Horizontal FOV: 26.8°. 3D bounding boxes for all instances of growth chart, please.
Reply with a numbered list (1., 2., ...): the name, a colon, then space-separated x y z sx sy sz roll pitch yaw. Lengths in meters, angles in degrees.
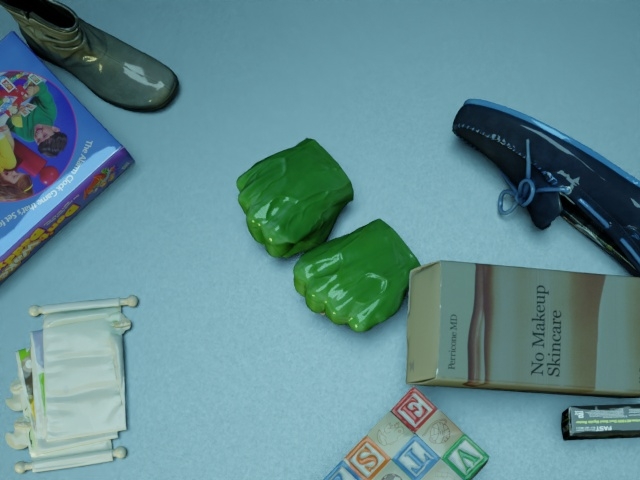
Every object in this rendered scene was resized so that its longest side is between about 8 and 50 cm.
1. growth chart: -0.331 0.189 1.783 0.172 0.021 0.237 0 78 4

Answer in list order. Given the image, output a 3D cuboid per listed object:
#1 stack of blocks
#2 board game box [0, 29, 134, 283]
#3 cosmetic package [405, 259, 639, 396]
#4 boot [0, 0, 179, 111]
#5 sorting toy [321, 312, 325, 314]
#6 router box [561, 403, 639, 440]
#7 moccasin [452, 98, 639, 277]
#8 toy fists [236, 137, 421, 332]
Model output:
1. stack of blocks: 0.075 0.346 1.644 0.171 0.087 0.297 42 81 13
2. board game box: -0.461 -0.080 1.819 0.347 0.078 0.233 -43 79 -5
3. cosmetic package: 0.265 0.113 1.661 0.296 0.129 0.153 4 81 -13
4. boot: -0.318 -0.260 1.804 0.247 0.161 0.083 26 82 9
5. sorting toy: 0.017 0.051 1.791 0.083 0.012 0.062 -38 78 -4
6. router box: 0.368 0.228 1.689 0.123 0.092 0.038 -3 78 3
7. moccasin: 0.313 -0.063 1.734 0.342 0.138 0.116 31 86 10
8. toy fists: 0.000 0.000 1.752 0.142 0.096 0.279 -32 72 -21
